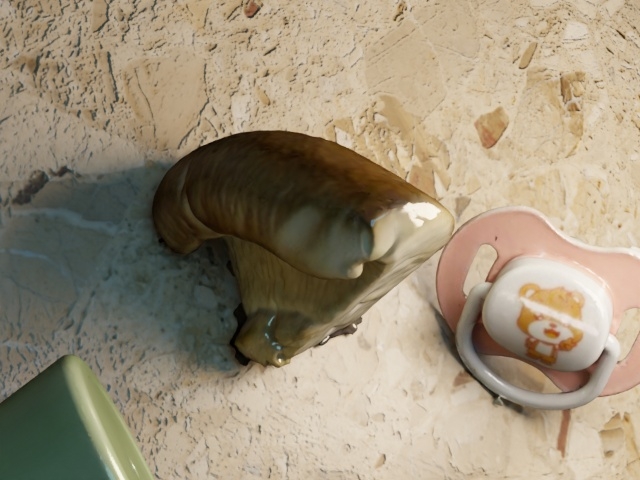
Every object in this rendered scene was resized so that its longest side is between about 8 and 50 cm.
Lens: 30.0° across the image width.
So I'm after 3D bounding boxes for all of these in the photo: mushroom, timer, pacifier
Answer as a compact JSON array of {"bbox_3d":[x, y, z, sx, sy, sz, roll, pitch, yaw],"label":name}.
[{"bbox_3d":[-0.017,-0.040,1.455,0.224,0.397,0.313,-30,84,-30],"label":"mushroom"},{"bbox_3d":[-0.337,0.321,1.293,0.315,0.291,0.290,-29,85,-8],"label":"timer"},{"bbox_3d":[0.324,0.079,1.661,0.332,0.220,0.273,23,62,10],"label":"pacifier"}]
